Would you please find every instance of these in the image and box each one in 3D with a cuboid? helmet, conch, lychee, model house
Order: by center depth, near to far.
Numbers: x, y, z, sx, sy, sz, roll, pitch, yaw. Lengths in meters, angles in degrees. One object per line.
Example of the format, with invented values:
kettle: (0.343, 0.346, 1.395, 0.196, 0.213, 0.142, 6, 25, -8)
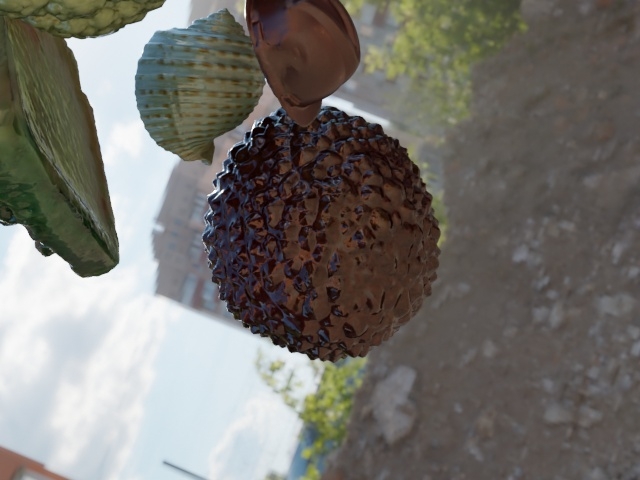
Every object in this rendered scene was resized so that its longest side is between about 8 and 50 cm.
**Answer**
helmet: (-0.002, -0.139, 0.837, 0.111, 0.057, 0.089, 62, -152, -29)
model house: (-0.351, -0.080, 1.002, 0.312, 0.280, 0.245, 72, -178, -69)
conch: (-0.119, -0.167, 1.212, 0.102, 0.135, 0.153, -32, 49, 52)
lychee: (0.000, 0.000, 1.271, 0.264, 0.264, 0.300, -62, -22, -51)

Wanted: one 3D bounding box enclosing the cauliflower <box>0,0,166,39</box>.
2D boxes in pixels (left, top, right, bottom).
cauliflower: (-0.168, -0.286, 0.807, 0.272, 0.250, 0.275, -37, -34, 10)
